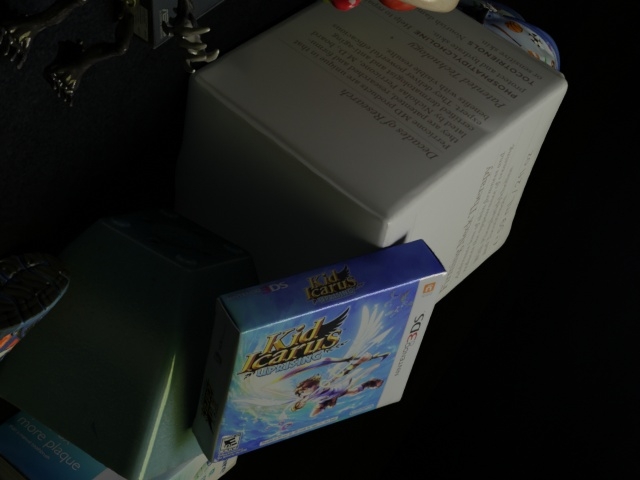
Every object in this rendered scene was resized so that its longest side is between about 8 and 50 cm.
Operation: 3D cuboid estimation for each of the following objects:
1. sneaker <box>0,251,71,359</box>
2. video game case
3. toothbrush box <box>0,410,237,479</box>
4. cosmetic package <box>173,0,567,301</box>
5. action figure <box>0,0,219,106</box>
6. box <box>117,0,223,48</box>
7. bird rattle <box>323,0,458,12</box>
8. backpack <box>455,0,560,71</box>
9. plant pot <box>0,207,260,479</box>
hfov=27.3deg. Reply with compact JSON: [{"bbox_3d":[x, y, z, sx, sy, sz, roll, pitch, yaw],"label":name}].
[{"bbox_3d":[-0.374,0.097,1.486,0.221,0.083,0.087,-41,171,-18],"label":"sneaker"},{"bbox_3d":[-0.004,0.130,1.528,0.269,0.061,0.244,-15,141,-27],"label":"video game case"},{"bbox_3d":[-0.276,0.285,1.785,0.295,0.216,0.126,-35,153,-41],"label":"toothbrush box"},{"bbox_3d":[0.054,-0.096,1.750,0.393,0.327,0.329,-38,154,-36],"label":"cosmetic package"},{"bbox_3d":[-0.155,-0.231,1.219,0.275,0.141,0.164,-35,136,8],"label":"action figure"},{"bbox_3d":[-0.128,-0.334,1.344,0.183,0.059,0.233,-43,157,-32],"label":"box"},{"bbox_3d":[0.072,-0.330,1.556,0.253,0.206,0.143,-110,-142,-75],"label":"bird rattle"},{"bbox_3d":[0.227,-0.240,2.002,0.277,0.263,0.213,102,14,-48],"label":"backpack"},{"bbox_3d":[-0.212,0.102,1.623,0.248,0.247,0.252,-14,127,-61],"label":"plant pot"}]
